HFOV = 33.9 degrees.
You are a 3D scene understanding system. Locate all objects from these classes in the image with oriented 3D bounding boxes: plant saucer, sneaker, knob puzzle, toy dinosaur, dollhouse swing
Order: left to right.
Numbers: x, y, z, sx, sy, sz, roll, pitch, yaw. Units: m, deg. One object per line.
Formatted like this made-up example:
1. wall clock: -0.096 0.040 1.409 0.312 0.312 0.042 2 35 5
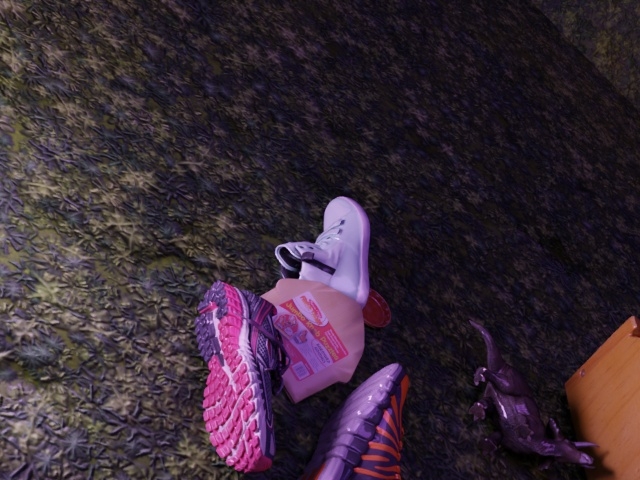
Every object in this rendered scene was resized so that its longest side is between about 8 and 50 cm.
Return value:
1. sneaker: -0.094 0.183 1.465 0.112 0.121 0.299 18 43 -29
2. knob puzzle: -0.014 0.144 1.639 0.213 0.030 0.213 11 58 -18
3. sneaker: 0.000 0.000 1.775 0.151 0.094 0.255 22 39 -24
4. plant saucer: 0.085 0.116 1.807 0.084 0.013 0.083 26 38 -23
5. sneaker: 0.085 0.332 1.515 0.180 0.125 0.321 44 46 -8
6. toy dinosaur: 0.328 0.288 1.814 0.160 0.121 0.313 7 44 -57
7. dollhouse swing: 0.640 0.383 1.874 0.305 0.315 0.346 16 42 -18
